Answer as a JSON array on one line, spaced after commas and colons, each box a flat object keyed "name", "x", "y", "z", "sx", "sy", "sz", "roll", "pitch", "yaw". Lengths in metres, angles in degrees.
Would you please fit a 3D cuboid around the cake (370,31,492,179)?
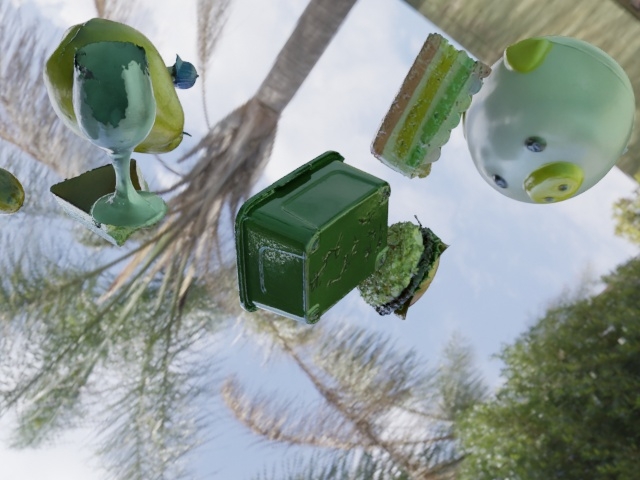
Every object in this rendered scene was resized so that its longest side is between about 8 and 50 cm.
[{"name": "cake", "x": 0.160, "y": -0.195, "z": 1.243, "sx": 0.109, "sy": 0.225, "sz": 0.090, "roll": 28, "pitch": -138, "yaw": -2}]

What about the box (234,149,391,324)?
[{"name": "box", "x": -0.002, "y": -0.005, "z": 1.573, "sx": 0.178, "sy": 0.252, "sz": 0.329, "roll": 19, "pitch": -142, "yaw": 30}]

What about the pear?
[{"name": "pear", "x": -0.446, "y": -0.339, "z": 1.818, "sx": 0.336, "sy": 0.285, "sz": 0.285, "roll": 23, "pitch": -145, "yaw": -38}]

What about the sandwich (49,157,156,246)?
[{"name": "sandwich", "x": -0.515, "y": -0.076, "z": 1.921, "sx": 0.220, "sy": 0.108, "sz": 0.186, "roll": -18, "pitch": -129, "yaw": -3}]

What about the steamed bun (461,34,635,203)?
[{"name": "steamed bun", "x": 0.464, "y": -0.242, "z": 1.669, "sx": 0.334, "sy": 0.374, "sz": 0.333, "roll": 9, "pitch": -120, "yaw": -15}]

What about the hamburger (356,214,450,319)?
[{"name": "hamburger", "x": 0.174, "y": 0.054, "z": 1.881, "sx": 0.139, "sy": 0.243, "sz": 0.262, "roll": 32, "pitch": 178, "yaw": -16}]

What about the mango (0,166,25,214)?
[{"name": "mango", "x": -0.617, "y": -0.098, "z": 1.558, "sx": 0.079, "sy": 0.057, "sz": 0.114, "roll": -34, "pitch": -109, "yaw": -27}]

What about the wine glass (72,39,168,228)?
[{"name": "wine glass", "x": -0.345, "y": -0.176, "z": 1.387, "sx": 0.144, "sy": 0.321, "sz": 0.143, "roll": 0, "pitch": -145, "yaw": 0}]

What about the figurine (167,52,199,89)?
[{"name": "figurine", "x": -0.380, "y": -0.401, "z": 2.013, "sx": 0.086, "sy": 0.149, "sz": 0.087, "roll": 13, "pitch": -128, "yaw": -85}]
